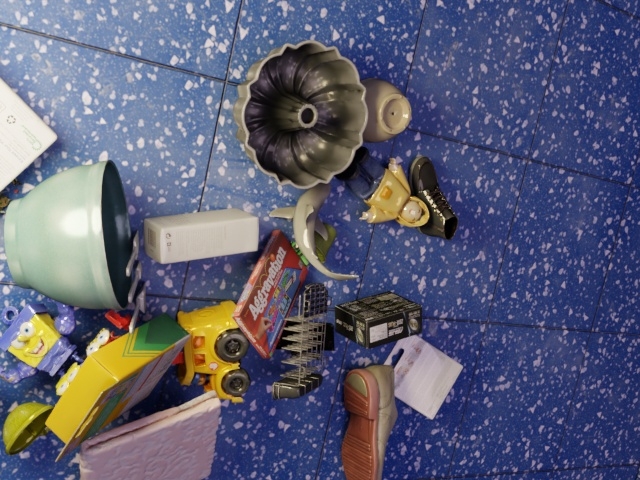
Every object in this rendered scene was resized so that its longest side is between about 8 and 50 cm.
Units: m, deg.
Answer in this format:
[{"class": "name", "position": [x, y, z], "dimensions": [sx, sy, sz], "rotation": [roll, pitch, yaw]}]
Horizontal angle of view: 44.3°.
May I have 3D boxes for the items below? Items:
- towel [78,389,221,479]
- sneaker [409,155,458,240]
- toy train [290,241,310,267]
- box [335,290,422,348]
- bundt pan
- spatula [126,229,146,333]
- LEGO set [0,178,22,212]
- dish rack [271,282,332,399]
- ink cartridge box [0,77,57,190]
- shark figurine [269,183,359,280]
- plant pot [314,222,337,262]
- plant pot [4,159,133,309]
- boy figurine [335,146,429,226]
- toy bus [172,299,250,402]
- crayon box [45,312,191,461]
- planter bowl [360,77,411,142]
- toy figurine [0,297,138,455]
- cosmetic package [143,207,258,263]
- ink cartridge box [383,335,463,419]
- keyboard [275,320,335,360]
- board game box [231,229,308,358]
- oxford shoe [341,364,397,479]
[{"class": "towel", "position": [-0.380, 0.486, 1.748], "dimensions": [0.317, 0.053, 0.332], "rotation": [-17, 141, -30]}, {"class": "sneaker", "position": [0.307, -0.112, 2.075], "dimensions": [0.083, 0.118, 0.222], "rotation": [-23, 114, -26]}, {"class": "toy train", "position": [-0.050, 0.036, 1.943], "dimensions": [0.017, 0.023, 0.083], "rotation": [-43, 121, -16]}, {"class": "box", "position": [0.151, 0.204, 2.042], "dimensions": [0.180, 0.147, 0.078], "rotation": [-13, 109, -30]}, {"class": "bundt pan", "position": [-0.057, -0.287, 1.792], "dimensions": [0.330, 0.124, 0.331], "rotation": [-8, 106, -31]}, {"class": "spatula", "position": [-0.379, 0.089, 1.626], "dimensions": [0.019, 0.242, 0.168], "rotation": [-1, 106, -8]}, {"class": "LEGO set", "position": [-0.621, -0.086, 1.546], "dimensions": [0.083, 0.023, 0.054], "rotation": [-56, 151, -28]}, {"class": "dish rack", "position": [-0.038, 0.235, 1.872], "dimensions": [0.208, 0.074, 0.272], "rotation": [1, 94, -74]}, {"class": "ink cartridge box", "position": [-0.716, -0.196, 1.428], "dimensions": [0.330, 0.071, 0.324], "rotation": [-46, 123, -11]}, {"class": "shark figurine", "position": [-0.015, -0.023, 1.837], "dimensions": [0.166, 0.116, 0.278], "rotation": [-5, 65, -21]}, {"class": "plant pot", "position": [0.000, 0.000, 1.939], "dimensions": [0.079, 0.083, 0.083], "rotation": [-51, 124, -25]}, {"class": "plant pot", "position": [-0.488, -0.001, 1.522], "dimensions": [0.196, 0.293, 0.293], "rotation": [-6, 108, -4]}, {"class": "boy figurine", "position": [0.164, -0.114, 2.002], "dimensions": [0.285, 0.092, 0.177], "rotation": [39, 78, -31]}, {"class": "toy bus", "position": [-0.274, 0.265, 1.799], "dimensions": [0.211, 0.149, 0.220], "rotation": [-7, 109, -17]}, {"class": "crayon box", "position": [-0.416, 0.285, 1.588], "dimensions": [0.203, 0.083, 0.323], "rotation": [-53, 172, 22]}, {"class": "planter bowl", "position": [0.153, -0.315, 1.929], "dimensions": [0.162, 0.109, 0.162], "rotation": [-9, 106, -31]}, {"class": "toy figurine", "position": [-0.576, 0.229, 1.617], "dimensions": [0.217, 0.191, 0.362], "rotation": [40, 96, 1]}, {"class": "cosmetic package", "position": [-0.263, -0.012, 1.739], "dimensions": [0.231, 0.117, 0.086], "rotation": [-6, 107, -30]}, {"class": "ink cartridge box", "position": [0.273, 0.376, 2.239], "dimensions": [0.224, 0.056, 0.181], "rotation": [34, 83, -16]}, {"class": "keyboard", "position": [-0.050, 0.257, 2.006], "dimensions": [0.192, 0.038, 0.100], "rotation": [8, 75, -33]}, {"class": "board game box", "position": [-0.112, 0.120, 1.831], "dimensions": [0.145, 0.027, 0.281], "rotation": [56, 38, -31]}, {"class": "oxford shoe", "position": [0.152, 0.529, 2.140], "dimensions": [0.146, 0.140, 0.397], "rotation": [-10, 110, -38]}]
